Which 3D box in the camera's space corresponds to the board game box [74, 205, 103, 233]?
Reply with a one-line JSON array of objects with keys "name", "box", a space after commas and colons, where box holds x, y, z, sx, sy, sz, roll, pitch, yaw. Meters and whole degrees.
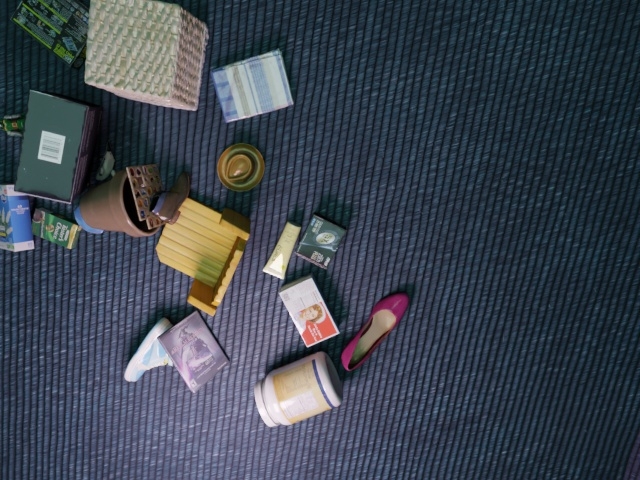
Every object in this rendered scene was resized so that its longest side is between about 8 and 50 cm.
[{"name": "board game box", "box": [-0.904, -0.115, 1.781, 0.133, 0.033, 0.169, 38, 90, -7]}]

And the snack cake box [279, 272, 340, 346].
[{"name": "snack cake box", "box": [-0.044, 0.285, 1.809, 0.152, 0.089, 0.264, -25, 100, 4]}]

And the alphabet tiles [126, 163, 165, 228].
[{"name": "alphabet tiles", "box": [-0.652, -0.169, 1.680, 0.009, 0.198, 0.237, -7, 101, 12]}]

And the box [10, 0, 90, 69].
[{"name": "box", "box": [-0.968, -0.813, 1.632, 0.270, 0.060, 0.216, 38, 100, -5]}]

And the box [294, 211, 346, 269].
[{"name": "box", "box": [0.000, 0.000, 1.757, 0.147, 0.077, 0.180, 27, 100, -4]}]

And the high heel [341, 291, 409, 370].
[{"name": "high heel", "box": [0.232, 0.372, 1.771, 0.127, 0.181, 0.377, 38, 100, -6]}]

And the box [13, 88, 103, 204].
[{"name": "box", "box": [-0.928, -0.340, 1.578, 0.178, 0.312, 0.343, 13, 101, -20]}]

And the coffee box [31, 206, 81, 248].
[{"name": "coffee box", "box": [-1.081, -0.051, 1.793, 0.184, 0.040, 0.113, 24, 101, -3]}]

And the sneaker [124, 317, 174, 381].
[{"name": "sneaker", "box": [-0.670, 0.506, 1.851, 0.208, 0.127, 0.319, 34, 101, -4]}]

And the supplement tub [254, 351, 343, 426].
[{"name": "supplement tub", "box": [-0.088, 0.614, 1.804, 0.316, 0.228, 0.228, -23, 100, 6]}]

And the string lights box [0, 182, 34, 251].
[{"name": "string lights box", "box": [-1.224, -0.095, 1.747, 0.133, 0.076, 0.260, 6, 103, 30]}]

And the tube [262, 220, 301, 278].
[{"name": "tube", "box": [-0.148, 0.039, 1.781, 0.070, 0.062, 0.240, 36, 109, 36]}]

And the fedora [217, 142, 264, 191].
[{"name": "fedora", "box": [-0.315, -0.282, 1.709, 0.194, 0.079, 0.194, 0, 102, 2]}]

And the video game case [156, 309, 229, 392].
[{"name": "video game case", "box": [-0.522, 0.457, 1.820, 0.026, 0.196, 0.274, -18, 104, 48]}]

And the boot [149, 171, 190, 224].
[{"name": "boot", "box": [-0.579, -0.179, 1.694, 0.082, 0.106, 0.219, 6, 77, 35]}]

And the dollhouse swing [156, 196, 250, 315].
[{"name": "dollhouse swing", "box": [-0.473, 0.033, 1.685, 0.304, 0.315, 0.347, 24, 101, -14]}]

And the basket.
[{"name": "basket", "box": [-0.605, -0.663, 1.550, 0.328, 0.266, 0.331, 11, 100, 0]}]

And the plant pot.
[{"name": "plant pot", "box": [-0.769, -0.133, 1.675, 0.229, 0.263, 0.263, -8, 101, 14]}]

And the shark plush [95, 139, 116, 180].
[{"name": "shark plush", "box": [-0.856, -0.315, 1.732, 0.067, 0.073, 0.161, 16, 108, 29]}]

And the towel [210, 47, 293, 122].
[{"name": "towel", "box": [-0.257, -0.584, 1.673, 0.285, 0.034, 0.209, -14, 103, 6]}]

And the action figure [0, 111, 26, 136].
[{"name": "action figure", "box": [-1.154, -0.451, 1.710, 0.232, 0.063, 0.137, -1, 104, 5]}]
